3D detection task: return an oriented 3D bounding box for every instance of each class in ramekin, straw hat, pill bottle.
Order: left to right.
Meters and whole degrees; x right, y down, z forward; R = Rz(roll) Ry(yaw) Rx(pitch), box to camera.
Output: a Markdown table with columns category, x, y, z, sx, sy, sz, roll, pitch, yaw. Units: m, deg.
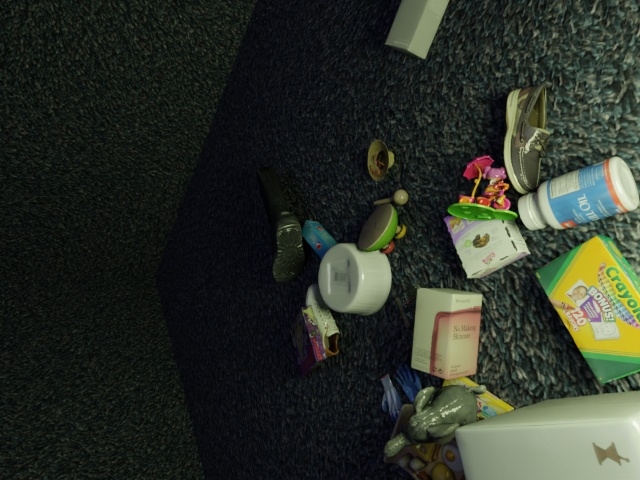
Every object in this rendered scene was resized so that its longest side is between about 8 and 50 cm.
| category | x | y | z | sx | sy | sz | roll | pitch | yaw |
| --- | --- | --- | --- | --- | --- | --- | --- | --- | --- |
| ramekin | 0.113 | 0.137 | 1.567 | 0.277 | 0.135 | 0.278 | -8 | 79 | 52 |
| straw hat | 0.228 | -0.287 | 1.532 | 0.144 | 0.061 | 0.145 | 172 | 90 | -65 |
| pill bottle | 0.587 | -0.096 | 0.995 | 0.221 | 0.124 | 0.125 | -24 | 67 | 49 |

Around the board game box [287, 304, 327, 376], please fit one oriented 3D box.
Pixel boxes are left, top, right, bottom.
| category | x | y | z | sx | sy | sz | roll | pitch | yaw |
| --- | --- | --- | --- | --- | --- | --- | --- | --- | --- |
| board game box | -0.060 | 0.410 | 1.711 | 0.347 | 0.056 | 0.208 | 115 | 137 | -60 |

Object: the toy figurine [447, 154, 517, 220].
| category | x | y | z | sx | sy | sz | roll | pitch | yaw |
| --- | --- | --- | --- | --- | --- | --- | --- | --- | --- |
| toy figurine | 0.432 | -0.143 | 1.120 | 0.173 | 0.130 | 0.160 | 8 | 79 | 28 |

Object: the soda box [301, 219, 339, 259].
| category | x | y | z | sx | sy | sz | roll | pitch | yaw |
| --- | --- | --- | --- | --- | --- | --- | --- | --- | --- |
| soda box | 0.000 | 0.000 | 1.783 | 0.210 | 0.067 | 0.071 | 50 | 123 | 44 |

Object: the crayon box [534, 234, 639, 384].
| category | x | y | z | sx | sy | sz | roll | pitch | yaw |
| --- | --- | --- | --- | --- | --- | --- | --- | --- | --- |
| crayon box | 0.628 | 0.149 | 0.946 | 0.165 | 0.081 | 0.279 | -45 | 52 | 39 |

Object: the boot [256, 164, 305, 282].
| category | x | y | z | sx | sy | sz | roll | pitch | yaw |
| --- | --- | --- | --- | --- | --- | --- | --- | --- | --- |
| boot | -0.203 | -0.082 | 1.980 | 0.445 | 0.146 | 0.367 | -119 | 29 | -44 |

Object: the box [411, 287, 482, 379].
| category | x | y | z | sx | sy | sz | roll | pitch | yaw |
| --- | --- | --- | --- | --- | --- | --- | --- | --- | --- |
| box | 0.360 | 0.258 | 1.223 | 0.126 | 0.148 | 0.233 | 4 | 89 | 52 |

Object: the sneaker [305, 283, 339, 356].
| category | x | y | z | sx | sy | sz | roll | pitch | yaw |
| --- | --- | --- | --- | --- | --- | --- | --- | --- | --- |
| sneaker | 0.024 | 0.312 | 1.696 | 0.123 | 0.105 | 0.291 | -11 | 88 | 48 |

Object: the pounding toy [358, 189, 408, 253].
| category | x | y | z | sx | sy | sz | roll | pitch | yaw |
| --- | --- | --- | --- | --- | --- | --- | --- | --- | --- |
| pounding toy | 0.236 | -0.043 | 1.481 | 0.183 | 0.110 | 0.237 | -27 | 35 | 59 |

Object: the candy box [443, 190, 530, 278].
| category | x | y | z | sx | sy | sz | roll | pitch | yaw |
| --- | --- | --- | --- | --- | --- | --- | --- | --- | --- |
| candy box | 0.457 | -0.015 | 1.196 | 0.164 | 0.070 | 0.197 | -39 | 56 | 42 |

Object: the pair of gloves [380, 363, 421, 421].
| category | x | y | z | sx | sy | sz | roll | pitch | yaw |
| --- | --- | --- | --- | --- | --- | --- | --- | --- | --- |
| pair of gloves | 0.264 | 0.507 | 1.418 | 0.198 | 0.023 | 0.159 | -44 | 53 | 39 |

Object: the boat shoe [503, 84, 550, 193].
| category | x | y | z | sx | sy | sz | roll | pitch | yaw |
| --- | --- | --- | --- | --- | --- | --- | --- | --- | --- |
| boat shoe | 0.538 | -0.264 | 1.101 | 0.092 | 0.102 | 0.286 | -12 | 70 | 56 |

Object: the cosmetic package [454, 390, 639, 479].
| category | x | y | z | sx | sy | sz | roll | pitch | yaw |
| --- | --- | --- | --- | --- | --- | --- | --- | --- | --- |
| cosmetic package | 0.526 | 0.472 | 0.783 | 0.327 | 0.393 | 0.330 | -31 | 61 | 46 |

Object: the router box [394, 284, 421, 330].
| category | x | y | z | sx | sy | sz | roll | pitch | yaw |
| --- | --- | --- | --- | --- | --- | --- | --- | --- | --- |
| router box | 0.302 | 0.218 | 1.391 | 0.092 | 0.038 | 0.123 | -42 | 54 | 40 |

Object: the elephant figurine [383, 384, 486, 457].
| category | x | y | z | sx | sy | sz | roll | pitch | yaw |
| --- | --- | --- | --- | --- | --- | --- | --- | --- | --- |
| elephant figurine | 0.304 | 0.482 | 1.149 | 0.169 | 0.239 | 0.186 | -1 | 90 | 54 |

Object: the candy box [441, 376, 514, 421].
| category | x | y | z | sx | sy | sz | roll | pitch | yaw |
| --- | --- | --- | --- | --- | --- | --- | --- | --- | --- |
| candy box | 0.430 | 0.458 | 1.206 | 0.205 | 0.027 | 0.105 | 27 | 106 | 50 |

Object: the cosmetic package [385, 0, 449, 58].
| category | x | y | z | sx | sy | sz | roll | pitch | yaw |
| --- | --- | --- | --- | --- | --- | --- | --- | --- | --- |
| cosmetic package | 0.327 | -0.746 | 1.429 | 0.127 | 0.107 | 0.238 | 38 | 112 | 44 |

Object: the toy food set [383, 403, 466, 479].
| category | x | y | z | sx | sy | sz | roll | pitch | yaw |
| --- | --- | --- | --- | --- | --- | --- | --- | --- | --- |
| toy food set | 0.327 | 0.658 | 1.249 | 0.306 | 0.092 | 0.220 | 28 | 109 | 46 |
